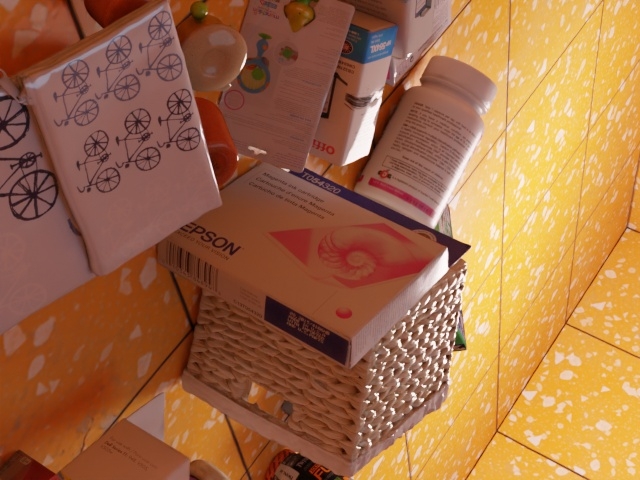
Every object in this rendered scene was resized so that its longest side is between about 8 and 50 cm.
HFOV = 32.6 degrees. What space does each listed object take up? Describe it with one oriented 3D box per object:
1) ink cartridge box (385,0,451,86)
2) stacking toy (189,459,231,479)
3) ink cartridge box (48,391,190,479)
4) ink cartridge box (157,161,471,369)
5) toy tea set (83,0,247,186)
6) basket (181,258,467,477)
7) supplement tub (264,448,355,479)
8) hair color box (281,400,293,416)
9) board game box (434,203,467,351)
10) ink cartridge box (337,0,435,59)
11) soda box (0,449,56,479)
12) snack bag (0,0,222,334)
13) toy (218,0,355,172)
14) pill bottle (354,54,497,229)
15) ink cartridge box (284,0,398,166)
[{"bbox_3d":[0.138,-0.418,1.723,0.186,0.065,0.311,-50,154,-29],"label":"ink cartridge box"},{"bbox_3d":[-0.267,0.511,1.760,0.330,0.141,0.141,-42,148,-26],"label":"stacking toy"},{"bbox_3d":[-0.276,0.377,1.398,0.353,0.119,0.207,-39,147,-43],"label":"ink cartridge box"},{"bbox_3d":[0.000,0.000,1.535,0.330,0.324,0.071,-41,147,-41],"label":"ink cartridge box"},{"bbox_3d":[-0.194,-0.186,1.280,0.200,0.124,0.336,-12,134,-23],"label":"toy tea set"},{"bbox_3d":[0.018,0.133,1.700,0.331,0.328,0.266,-25,132,-54],"label":"basket"},{"bbox_3d":[-0.009,0.493,2.146,0.117,0.190,0.117,-46,150,-36],"label":"supplement tub"},{"bbox_3d":[0.087,0.222,2.170,0.374,0.113,0.185,-58,154,-13],"label":"hair color box"},{"bbox_3d":[0.234,0.038,2.155,0.213,0.046,0.317,53,30,-62],"label":"board game box"},{"bbox_3d":[0.078,-0.379,1.532,0.093,0.154,0.212,-44,148,-39],"label":"ink cartridge box"},{"bbox_3d":[-0.430,0.389,1.352,0.263,0.083,0.092,-46,150,-36],"label":"soda box"},{"bbox_3d":[-0.274,-0.061,1.170,0.342,0.037,0.323,-32,143,-20],"label":"snack bag"},{"bbox_3d":[-0.053,-0.226,1.485,0.056,0.137,0.237,-84,-168,-70],"label":"toy"},{"bbox_3d":[0.191,-0.173,1.940,0.283,0.160,0.160,-62,155,-4],"label":"pill bottle"},{"bbox_3d":[0.008,-0.226,1.547,0.086,0.148,0.203,-30,138,-54],"label":"ink cartridge box"}]
